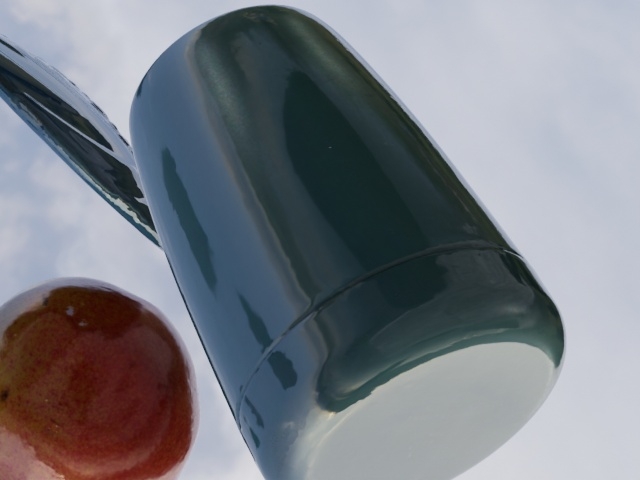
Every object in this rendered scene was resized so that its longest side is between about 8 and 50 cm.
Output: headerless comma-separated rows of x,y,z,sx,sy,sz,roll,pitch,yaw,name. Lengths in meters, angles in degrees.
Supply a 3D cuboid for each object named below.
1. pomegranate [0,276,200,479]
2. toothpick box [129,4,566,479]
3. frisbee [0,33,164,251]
-0.229,0.135,1.232,0.256,0.221,0.221,22,-132,4,pomegranate
0.000,0.000,0.547,0.120,0.120,0.184,4,-137,-40,toothpick box
-0.211,-0.101,1.238,0.049,0.289,0.289,-45,-78,-2,frisbee
